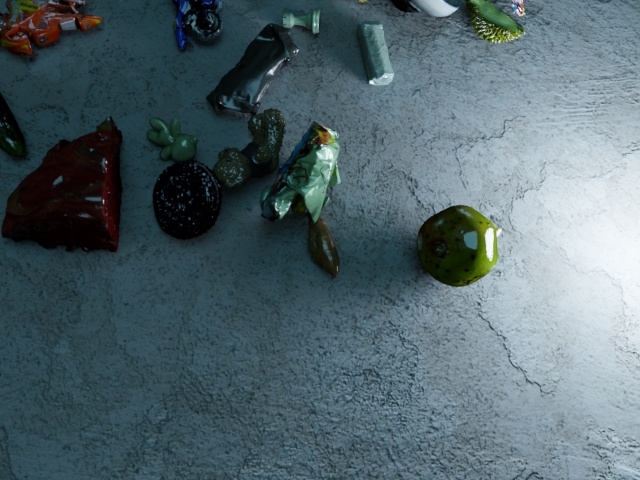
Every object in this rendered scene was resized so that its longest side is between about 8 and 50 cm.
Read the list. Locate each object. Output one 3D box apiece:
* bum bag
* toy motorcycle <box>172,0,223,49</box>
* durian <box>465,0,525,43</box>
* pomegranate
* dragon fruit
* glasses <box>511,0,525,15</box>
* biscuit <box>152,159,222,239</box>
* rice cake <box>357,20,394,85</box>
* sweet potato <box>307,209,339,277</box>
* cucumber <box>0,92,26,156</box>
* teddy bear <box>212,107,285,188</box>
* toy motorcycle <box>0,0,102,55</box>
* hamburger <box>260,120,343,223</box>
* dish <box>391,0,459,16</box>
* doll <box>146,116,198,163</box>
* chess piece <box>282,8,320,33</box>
[{"bbox_3d":[-0.168,-0.450,1.579,0.142,0.079,0.326,31,73,12],"label":"bum bag"},{"bbox_3d":[-0.364,-0.679,1.619,0.169,0.113,0.315,-10,80,0],"label":"toy motorcycle"},{"bbox_3d":[0.497,-0.643,1.727,0.220,0.095,0.137,51,31,18],"label":"durian"},{"bbox_3d":[0.351,-0.001,1.424,0.246,0.198,0.198,-31,77,-19],"label":"pomegranate"},{"bbox_3d":[-0.586,-0.160,1.338,0.286,0.228,0.329,6,72,-4],"label":"dragon fruit"},{"bbox_3d":[0.558,-0.763,1.771,0.162,0.095,0.255,36,50,-27],"label":"glasses"},{"bbox_3d":[-0.318,-0.097,1.398,0.195,0.053,0.194,0,91,25],"label":"biscuit"},{"bbox_3d":[0.155,-0.526,1.653,0.069,0.063,0.206,-8,73,-16],"label":"rice cake"},{"bbox_3d":[0.000,0.000,1.448,0.068,0.060,0.205,-13,64,-7],"label":"sweet potato"},{"bbox_3d":[-0.793,-0.301,1.443,0.074,0.074,0.241,-31,80,-17],"label":"cucumber"},{"bbox_3d":[-0.163,-0.213,1.461,0.129,0.182,0.251,47,64,-19],"label":"teddy bear"},{"bbox_3d":[-0.741,-0.576,1.538,0.298,0.089,0.171,-30,78,-17],"label":"toy motorcycle"},{"bbox_3d":[-0.027,-0.138,1.414,0.150,0.260,0.276,34,98,-12],"label":"hamburger"},{"bbox_3d":[0.261,-0.729,1.702,0.273,0.134,0.273,31,38,-27],"label":"dish"},{"bbox_3d":[-0.371,-0.254,1.481,0.150,0.077,0.115,36,114,11],"label":"doll"},{"bbox_3d":[-0.053,-0.621,1.662,0.103,0.067,0.067,3,70,2],"label":"chess piece"}]
